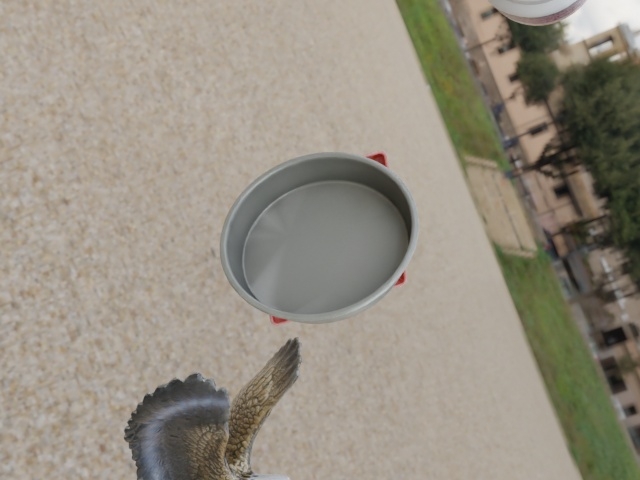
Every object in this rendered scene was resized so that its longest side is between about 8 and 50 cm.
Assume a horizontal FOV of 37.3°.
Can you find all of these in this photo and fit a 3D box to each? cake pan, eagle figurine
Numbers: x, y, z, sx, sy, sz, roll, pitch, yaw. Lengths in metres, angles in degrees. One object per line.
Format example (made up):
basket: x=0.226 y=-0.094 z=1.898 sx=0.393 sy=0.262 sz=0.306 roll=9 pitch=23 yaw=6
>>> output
cake pan: x=0.000 y=0.000 z=1.389 sx=0.054 sy=0.293 sz=0.293 roll=71 pitch=4 yaw=-54
eagle figurine: x=-0.121 y=0.278 z=1.201 sx=0.226 sy=0.225 sz=0.298 roll=-126 pitch=-150 yaw=-80

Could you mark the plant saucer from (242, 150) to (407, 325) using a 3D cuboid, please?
plant saucer: x=0.006 y=-0.008 z=1.637 sx=0.048 sy=0.259 sz=0.258 roll=-136 pitch=-148 yaw=-63

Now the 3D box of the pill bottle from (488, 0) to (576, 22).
pill bottle: x=0.374 y=-0.494 z=1.640 sx=0.224 sy=0.224 sz=0.392 roll=68 pitch=17 yaw=-3
